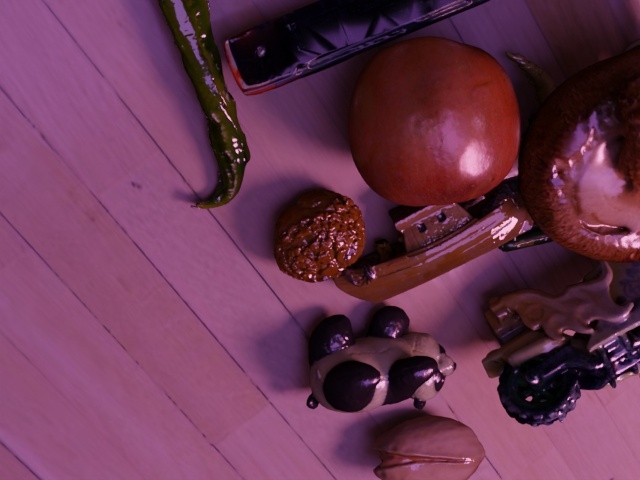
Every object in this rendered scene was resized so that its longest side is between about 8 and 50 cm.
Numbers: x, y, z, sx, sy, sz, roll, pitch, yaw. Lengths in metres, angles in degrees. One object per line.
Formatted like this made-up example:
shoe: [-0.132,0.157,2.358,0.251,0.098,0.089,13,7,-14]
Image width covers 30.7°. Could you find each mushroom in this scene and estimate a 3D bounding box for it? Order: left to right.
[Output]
mushroom: [0.454,-0.123,1.626,0.345,0.239,0.345,8,139,7]

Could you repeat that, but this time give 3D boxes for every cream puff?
cream puff: [0.000,-0.001,1.670,0.144,0.103,0.126,-30,120,0]

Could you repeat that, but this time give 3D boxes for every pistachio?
pistachio: [0.172,0.343,1.870,0.185,0.124,0.124,-6,114,-21]

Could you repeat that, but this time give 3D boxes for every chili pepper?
chili pepper: [-0.155,-0.202,1.549,0.085,0.076,0.359,-30,122,-36]

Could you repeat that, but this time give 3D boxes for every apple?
apple: [0.157,-0.167,1.588,0.254,0.253,0.253,-8,114,-18]

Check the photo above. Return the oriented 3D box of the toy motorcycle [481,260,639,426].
toy motorcycle: [0.433,0.119,1.814,0.410,0.237,0.168,-32,133,-4]

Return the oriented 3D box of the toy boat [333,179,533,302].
toy boat: [0.163,-0.010,1.728,0.321,0.089,0.121,-25,107,3]

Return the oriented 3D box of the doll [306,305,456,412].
doll: [0.090,0.191,1.775,0.234,0.143,0.135,-10,139,-18]

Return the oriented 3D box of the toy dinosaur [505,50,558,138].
toy dinosaur: [0.361,-0.190,1.741,0.259,0.094,0.153,25,101,-20]

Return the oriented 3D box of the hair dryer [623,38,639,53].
hair dryer: [0.493,-0.327,1.701,0.073,0.131,0.236,-22,120,-13]

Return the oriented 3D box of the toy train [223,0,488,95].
toy train: [0.063,-0.301,1.575,0.410,0.089,0.086,-24,92,-9]

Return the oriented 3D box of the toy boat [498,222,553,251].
toy boat: [0.363,-0.045,1.818,0.210,0.052,0.104,-12,113,-10]
